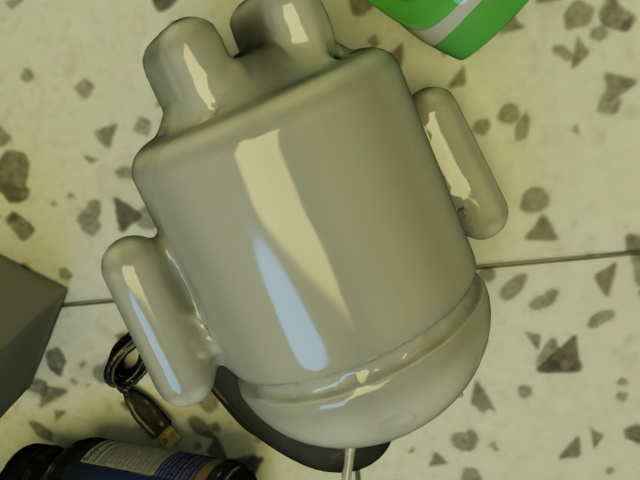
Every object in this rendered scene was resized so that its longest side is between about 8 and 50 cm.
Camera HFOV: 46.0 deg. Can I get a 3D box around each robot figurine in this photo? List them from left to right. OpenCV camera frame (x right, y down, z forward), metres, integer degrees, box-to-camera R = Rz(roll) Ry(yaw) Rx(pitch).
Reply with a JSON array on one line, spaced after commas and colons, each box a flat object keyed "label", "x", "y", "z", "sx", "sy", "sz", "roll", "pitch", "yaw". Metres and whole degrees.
[{"label": "robot figurine", "x": 0.000, "y": 0.000, "z": 0.548, "sx": 0.300, "sy": 0.200, "sz": 0.353, "roll": -26, "pitch": 105, "yaw": -12}]

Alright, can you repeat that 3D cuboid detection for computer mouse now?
[{"label": "computer mouse", "x": -0.073, "y": 0.151, "z": 0.678, "sx": 0.262, "sy": 0.060, "sz": 0.184, "roll": 44, "pitch": 106, "yaw": -9}]

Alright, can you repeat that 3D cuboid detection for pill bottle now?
[{"label": "pill bottle", "x": -0.175, "y": 0.244, "z": 0.675, "sx": 0.219, "sy": 0.123, "sz": 0.122, "roll": 3, "pitch": 109, "yaw": 18}]

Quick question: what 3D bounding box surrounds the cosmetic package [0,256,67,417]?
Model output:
[{"label": "cosmetic package", "x": -0.307, "y": 0.110, "z": 0.594, "sx": 0.107, "sy": 0.238, "sz": 0.127, "roll": 27, "pitch": 111, "yaw": -1}]

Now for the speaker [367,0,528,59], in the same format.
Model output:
[{"label": "speaker", "x": 0.022, "y": -0.259, "z": 0.500, "sx": 0.297, "sy": 0.131, "sz": 0.131, "roll": 40, "pitch": 107, "yaw": -8}]
